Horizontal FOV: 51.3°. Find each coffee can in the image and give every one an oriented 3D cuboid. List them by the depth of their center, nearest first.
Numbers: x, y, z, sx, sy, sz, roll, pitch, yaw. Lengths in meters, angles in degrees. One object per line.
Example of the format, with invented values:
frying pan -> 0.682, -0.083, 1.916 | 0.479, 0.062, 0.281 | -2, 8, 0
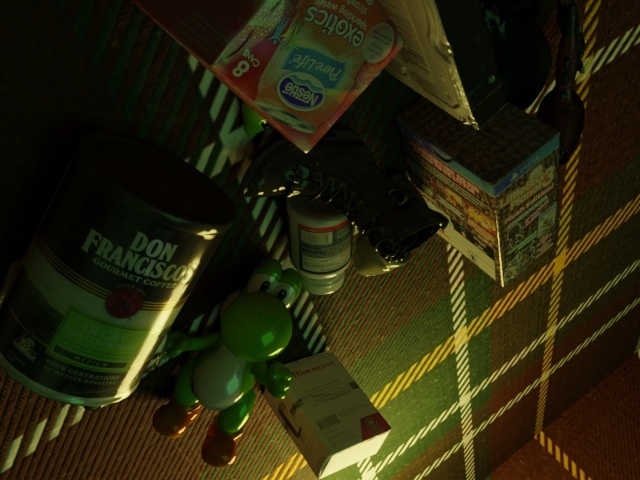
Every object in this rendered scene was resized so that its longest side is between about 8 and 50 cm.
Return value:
coffee can -> -0.256, 0.034, 0.822 | 0.202, 0.201, 0.275 | 12, 116, -48

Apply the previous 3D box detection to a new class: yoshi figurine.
yoshi figurine -> -0.147, 0.202, 1.093 | 0.204, 0.203, 0.362 | 13, 113, -40

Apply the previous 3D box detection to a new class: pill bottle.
pill bottle -> 0.000, 0.000, 1.102 | 0.108, 0.108, 0.180 | -25, 139, -24

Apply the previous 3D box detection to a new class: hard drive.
hard drive -> 0.095, -0.301, 0.805 | 0.064, 0.237, 0.339 | -43, 143, -1

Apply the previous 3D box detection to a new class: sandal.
sandal -> 0.291, -0.330, 1.041 | 0.446, 0.107, 0.167 | 16, 101, -51

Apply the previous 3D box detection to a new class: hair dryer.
hair dryer -> 0.396, -0.263, 1.114 | 0.224, 0.080, 0.293 | 22, 70, -63

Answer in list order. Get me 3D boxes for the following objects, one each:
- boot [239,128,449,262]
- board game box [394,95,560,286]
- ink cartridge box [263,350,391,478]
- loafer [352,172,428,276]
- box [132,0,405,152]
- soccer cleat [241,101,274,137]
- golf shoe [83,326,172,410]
boot -> 0.041, -0.057, 0.968 | 0.263, 0.229, 0.091 | -22, 151, -35
board game box -> 0.277, -0.101, 1.160 | 0.141, 0.232, 0.291 | -38, 142, -11
ink cartridge box -> 0.009, 0.343, 1.338 | 0.159, 0.218, 0.092 | -10, 136, -36
loafer -> 0.111, -0.030, 1.128 | 0.092, 0.102, 0.268 | -33, -168, 31
box -> -0.084, -0.239, 0.644 | 0.142, 0.300, 0.154 | -48, 143, 4
soccer cleat -> -0.030, -0.192, 0.945 | 0.179, 0.060, 0.072 | -16, 145, -23
golf shoe -> -0.311, 0.177, 1.008 | 0.198, 0.077, 0.094 | -47, 142, 1
